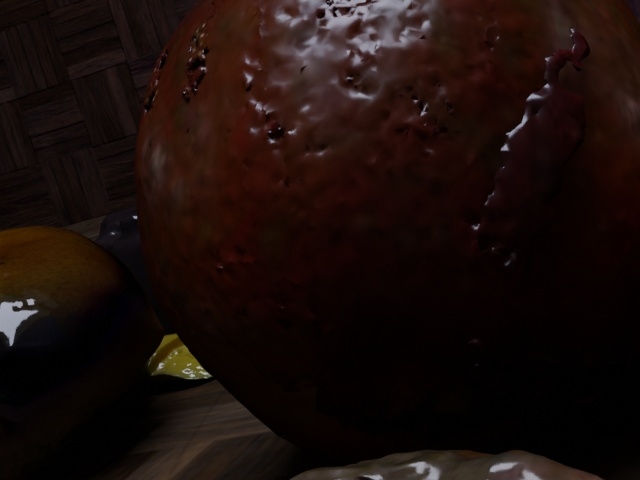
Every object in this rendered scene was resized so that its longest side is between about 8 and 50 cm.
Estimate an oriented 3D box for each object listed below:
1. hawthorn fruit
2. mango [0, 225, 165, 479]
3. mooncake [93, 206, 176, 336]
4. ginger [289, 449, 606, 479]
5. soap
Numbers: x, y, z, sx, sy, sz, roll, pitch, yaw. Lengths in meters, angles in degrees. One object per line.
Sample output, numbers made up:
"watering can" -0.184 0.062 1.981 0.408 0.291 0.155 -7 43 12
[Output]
"hawthorn fruit" 0.038 -0.025 0.600 0.316 0.316 0.316 -17 8 2
"mango" -0.217 0.077 0.848 0.201 0.152 0.287 -8 14 -9
"mooncake" -0.089 0.004 1.173 0.283 0.141 0.283 -14 8 2
"ginger" 0.073 0.108 0.359 0.290 0.084 0.122 -10 -22 42
"soap" -0.145 0.102 0.975 0.168 0.033 0.089 -12 16 28
